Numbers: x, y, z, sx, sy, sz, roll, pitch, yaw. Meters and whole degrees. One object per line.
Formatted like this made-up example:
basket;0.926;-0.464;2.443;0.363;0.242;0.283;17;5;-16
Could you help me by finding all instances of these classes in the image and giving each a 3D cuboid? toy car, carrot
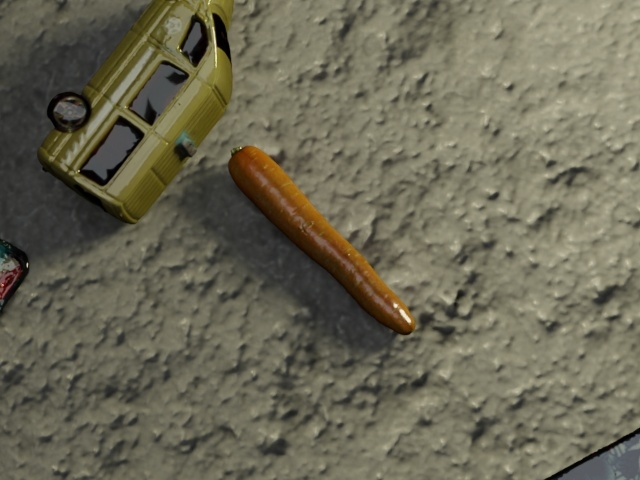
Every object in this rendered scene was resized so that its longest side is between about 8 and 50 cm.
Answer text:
toy car;-0.152;-0.144;1.855;0.124;0.101;0.256;36;84;14
carrot;0.000;0.000;1.814;0.043;0.043;0.248;-43;72;-4

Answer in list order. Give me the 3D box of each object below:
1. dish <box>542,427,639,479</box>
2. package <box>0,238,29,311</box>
dish;0.289;0.231;1.652;0.243;0.182;0.080;-29;108;1
package;-0.412;0.030;1.882;0.232;0.040;0.166;29;80;16
